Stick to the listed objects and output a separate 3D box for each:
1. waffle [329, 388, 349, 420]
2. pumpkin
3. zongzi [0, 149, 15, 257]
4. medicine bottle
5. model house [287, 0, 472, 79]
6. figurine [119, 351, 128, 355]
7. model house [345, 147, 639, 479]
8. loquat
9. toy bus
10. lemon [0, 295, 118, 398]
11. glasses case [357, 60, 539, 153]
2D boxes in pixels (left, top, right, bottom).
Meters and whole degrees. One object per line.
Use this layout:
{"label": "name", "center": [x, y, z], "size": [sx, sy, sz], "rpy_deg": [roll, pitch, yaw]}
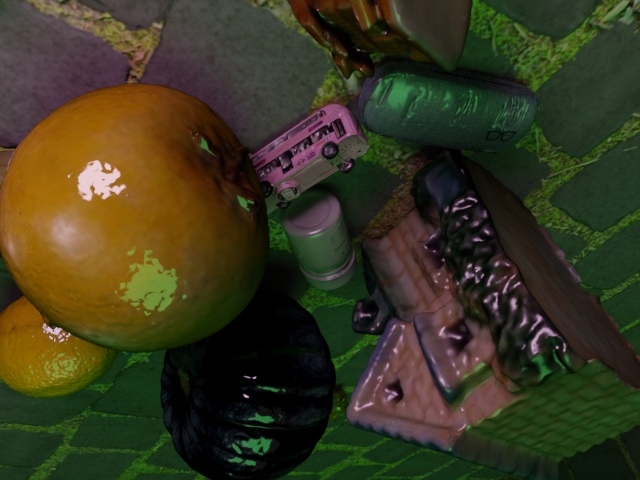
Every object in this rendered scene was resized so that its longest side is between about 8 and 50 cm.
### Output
{"label": "waffle", "center": [-0.045, 0.477, 1.610], "size": [0.290, 0.051, 0.291], "rpy_deg": [-6, 141, -5]}
{"label": "pumpkin", "center": [-0.141, 0.263, 1.067], "size": [0.266, 0.364, 0.363], "rpy_deg": [9, 138, -37]}
{"label": "zongzi", "center": [-0.495, -0.026, 0.812], "size": [0.228, 0.115, 0.256], "rpy_deg": [-1, 149, -13]}
{"label": "medicine bottle", "center": [0.000, 0.000, 0.985], "size": [0.104, 0.105, 0.168], "rpy_deg": [-16, 141, 3]}
{"label": "model house", "center": [0.024, -0.288, 0.570], "size": [0.199, 0.220, 0.229], "rpy_deg": [11, -179, -39]}
{"label": "figurine", "center": [-0.410, 0.203, 1.167], "size": [0.059, 0.047, 0.106], "rpy_deg": [8, 157, 23]}
{"label": "model house", "center": [0.215, 0.150, 0.935], "size": [0.395, 0.446, 0.400], "rpy_deg": [23, 124, -38]}
{"label": "loquat", "center": [-0.237, -0.016, 0.720], "size": [0.359, 0.329, 0.328], "rpy_deg": [-21, 142, 22]}
{"label": "toy bus", "center": [-0.029, -0.116, 0.842], "size": [0.203, 0.090, 0.063], "rpy_deg": [-31, 149, 20]}
{"label": "lemon", "center": [-0.457, 0.172, 0.998], "size": [0.256, 0.188, 0.188], "rpy_deg": [-15, 142, 8]}
{"label": "glasses case", "center": [0.187, -0.189, 0.834], "size": [0.282, 0.067, 0.109], "rpy_deg": [3, 134, -22]}
